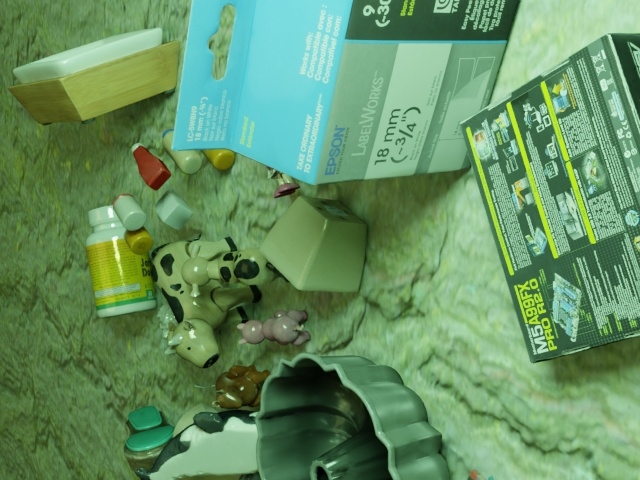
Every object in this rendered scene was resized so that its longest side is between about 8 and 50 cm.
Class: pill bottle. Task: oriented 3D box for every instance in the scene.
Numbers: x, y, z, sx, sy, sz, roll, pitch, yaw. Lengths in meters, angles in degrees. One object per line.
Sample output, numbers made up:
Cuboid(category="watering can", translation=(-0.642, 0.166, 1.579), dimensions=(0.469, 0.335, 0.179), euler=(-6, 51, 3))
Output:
Cuboid(category="pill bottle", translation=(-0.391, 0.040, 1.826), dimensions=(0.117, 0.117, 0.208), euler=(-16, 83, 56))

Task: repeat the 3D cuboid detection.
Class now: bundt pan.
Cuboid(category="bundt pan", translation=(0.050, 0.298, 1.233), dimensions=(0.331, 0.124, 0.331), euler=(18, 112, 53))

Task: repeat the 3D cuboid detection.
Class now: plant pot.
Cuboid(category="plant pot", translation=(0.000, 0.000, 1.268), dimensions=(0.109, 0.109, 0.096), euler=(41, 116, 44))

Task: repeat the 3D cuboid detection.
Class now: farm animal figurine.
Cuboid(category="farm animal figurine", translation=(-0.172, 0.101, 1.470), dimensions=(0.327, 0.172, 0.330), euler=(45, 131, 42))

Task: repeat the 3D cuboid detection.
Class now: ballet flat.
Cuboid(category="ballet flat", translation=(-0.306, 0.390, 1.750), dimensions=(0.316, 0.107, 0.106), euler=(-163, 60, -80))

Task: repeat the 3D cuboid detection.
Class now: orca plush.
Cuboid(category="orca plush", translation=(-0.157, 0.327, 1.506), dimensions=(0.151, 0.102, 0.287), euler=(44, 123, -7))

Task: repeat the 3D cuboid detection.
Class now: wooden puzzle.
Cuboid(category="wooden puzzle", translation=(0.191, 0.310, 1.132), dimensions=(0.049, 0.006, 0.083), euler=(46, 132, 41))

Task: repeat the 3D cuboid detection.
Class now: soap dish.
Cuboid(category="soap dish", translation=(-0.407, -0.292, 1.700), dimensions=(0.291, 0.229, 0.118), euler=(8, 120, 55))

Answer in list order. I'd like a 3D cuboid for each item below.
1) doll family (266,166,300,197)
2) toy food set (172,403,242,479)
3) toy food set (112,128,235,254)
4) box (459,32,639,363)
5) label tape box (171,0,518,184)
Cuboid(category="doll family", translation=(-0.020, -0.167, 1.274), dimensions=(0.263, 0.118, 0.163), euler=(147, 105, -72))
Cuboid(category="toy food set", translation=(-0.153, 0.457, 1.611), dimensions=(0.220, 0.092, 0.306), euler=(21, 115, 40))
Cuboid(category="toy food set", translation=(-0.260, -0.098, 1.535), dimensions=(0.232, 0.111, 0.104), euler=(-48, 50, 9))
Cuboid(category="box", translation=(0.258, -0.033, 0.917), dimensions=(0.216, 0.060, 0.270), euler=(-31, 71, 54))
Cuboid(category="label tape box", translation=(0.033, -0.185, 0.968), dimensions=(0.106, 0.334, 0.240), euler=(42, 130, 43))
